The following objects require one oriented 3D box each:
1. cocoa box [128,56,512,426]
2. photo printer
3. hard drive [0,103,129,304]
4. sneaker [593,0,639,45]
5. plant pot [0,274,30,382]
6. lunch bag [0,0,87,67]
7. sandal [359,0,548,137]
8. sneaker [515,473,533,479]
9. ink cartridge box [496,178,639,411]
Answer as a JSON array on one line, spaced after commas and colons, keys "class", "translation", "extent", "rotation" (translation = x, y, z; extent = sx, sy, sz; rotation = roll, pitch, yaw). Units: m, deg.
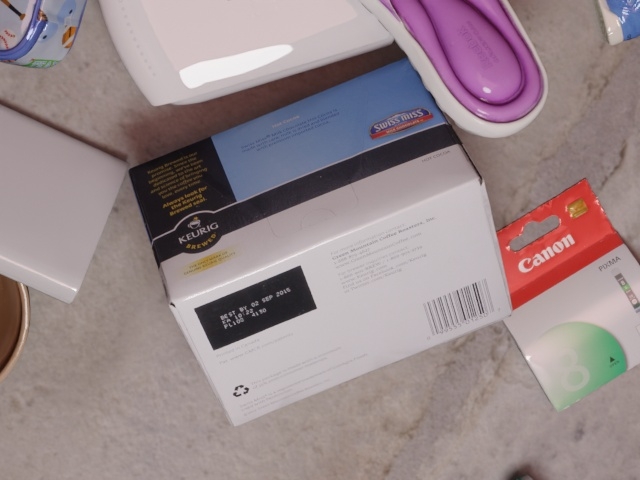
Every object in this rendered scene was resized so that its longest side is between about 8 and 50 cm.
[{"class": "cocoa box", "translation": [0.000, 0.000, 1.809], "extent": [0.347, 0.228, 0.231], "rotation": [-22, 135, -2]}, {"class": "photo printer", "translation": [-0.096, -0.298, 1.838], "extent": [0.308, 0.107, 0.256], "rotation": [-16, 102, -3]}, {"class": "hard drive", "translation": [-0.383, -0.073, 1.814], "extent": [0.308, 0.203, 0.040], "rotation": [25, 137, -11]}, {"class": "sneaker", "translation": [0.355, -0.310, 1.912], "extent": [0.085, 0.058, 0.152], "rotation": [-19, 107, 3]}, {"class": "plant pot", "translation": [-0.447, 0.072, 1.867], "extent": [0.237, 0.110, 0.237], "rotation": [-1, 101, -6]}, {"class": "lunch bag", "translation": [-0.357, -0.338, 1.766], "extent": [0.243, 0.115, 0.303], "rotation": [21, 97, 19]}, {"class": "sandal", "translation": [0.107, -0.299, 1.725], "extent": [0.169, 0.102, 0.416], "rotation": [-40, 88, -20]}, {"class": "sneaker", "translation": [0.262, 0.439, 2.023], "extent": [0.121, 0.108, 0.302], "rotation": [-19, 104, -7]}, {"class": "ink cartridge box", "translation": [0.306, 0.068, 1.986], "extent": [0.181, 0.056, 0.224], "rotation": [-31, 104, 0]}]
